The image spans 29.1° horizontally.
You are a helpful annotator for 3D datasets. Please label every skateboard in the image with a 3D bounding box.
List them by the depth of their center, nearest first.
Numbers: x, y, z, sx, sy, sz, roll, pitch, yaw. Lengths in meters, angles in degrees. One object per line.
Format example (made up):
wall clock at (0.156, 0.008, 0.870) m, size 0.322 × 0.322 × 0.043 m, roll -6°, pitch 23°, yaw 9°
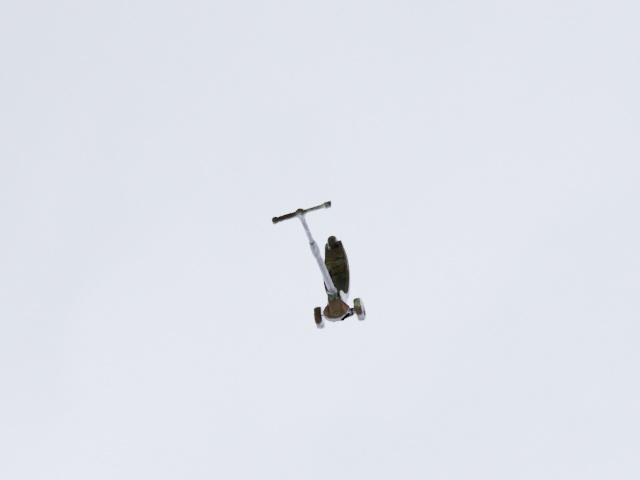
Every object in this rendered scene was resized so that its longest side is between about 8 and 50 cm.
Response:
skateboard at (0.000, 0.000, 0.665) m, size 0.032 × 0.083 × 0.064 m, roll -13°, pitch -134°, yaw 9°
